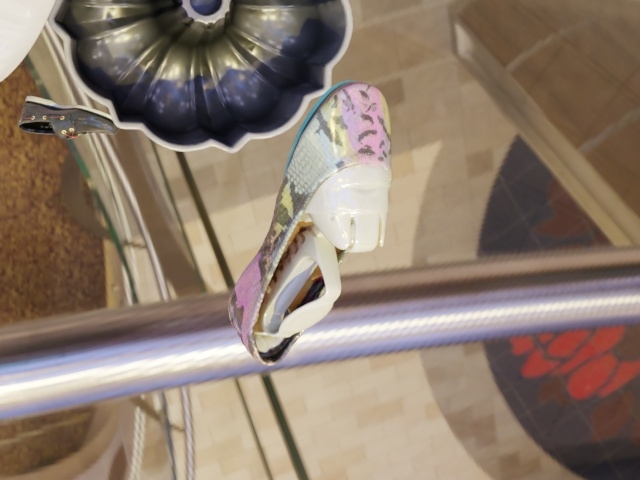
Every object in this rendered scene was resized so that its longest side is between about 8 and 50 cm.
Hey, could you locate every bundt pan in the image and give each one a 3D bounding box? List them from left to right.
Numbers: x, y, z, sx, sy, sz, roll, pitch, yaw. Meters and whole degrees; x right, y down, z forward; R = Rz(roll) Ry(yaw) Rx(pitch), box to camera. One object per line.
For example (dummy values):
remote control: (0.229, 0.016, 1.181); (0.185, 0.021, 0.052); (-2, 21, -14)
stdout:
bundt pan: (-0.134, -0.261, 1.266); (0.330, 0.124, 0.331); (-2, 96, -14)

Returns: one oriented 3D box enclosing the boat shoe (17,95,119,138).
boat shoe: (-0.291, -0.136, 1.336); (0.049, 0.133, 0.042); (48, 56, -64)

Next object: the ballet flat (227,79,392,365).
ballet flat: (0.000, 0.000, 0.780); (0.077, 0.079, 0.221); (4, 130, -33)

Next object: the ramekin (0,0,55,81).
ramekin: (-0.294, -0.231, 0.871); (0.127, 0.273, 0.273); (16, 119, -42)
